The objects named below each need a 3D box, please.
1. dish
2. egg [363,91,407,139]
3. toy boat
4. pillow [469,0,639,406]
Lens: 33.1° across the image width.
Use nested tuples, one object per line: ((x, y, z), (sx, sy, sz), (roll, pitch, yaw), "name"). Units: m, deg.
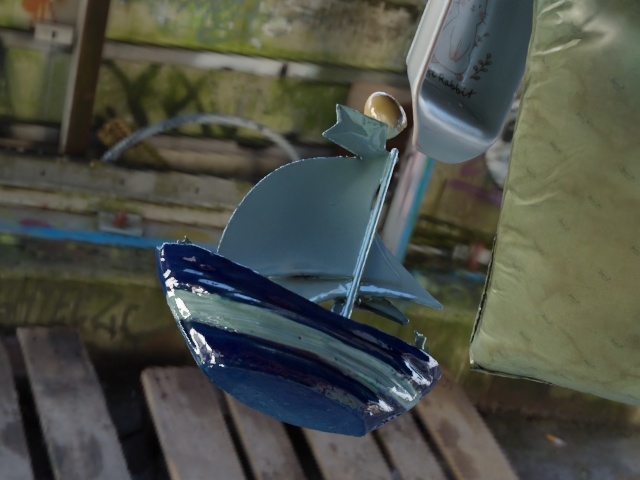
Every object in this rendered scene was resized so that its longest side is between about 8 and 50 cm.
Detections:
((0.150, -0.200, 1.139), (0.154, 0.234, 0.064), (20, 0, -45), "dish")
((0.111, -0.219, 1.885), (0.071, 0.071, 0.083), (-29, 90, -53), "egg")
((0.020, 0.023, 0.808), (0.210, 0.070, 0.291), (44, 48, 6), "toy boat")
((0.191, -0.016, 0.605), (0.184, 0.303, 0.075), (14, 39, 14), "pillow")
